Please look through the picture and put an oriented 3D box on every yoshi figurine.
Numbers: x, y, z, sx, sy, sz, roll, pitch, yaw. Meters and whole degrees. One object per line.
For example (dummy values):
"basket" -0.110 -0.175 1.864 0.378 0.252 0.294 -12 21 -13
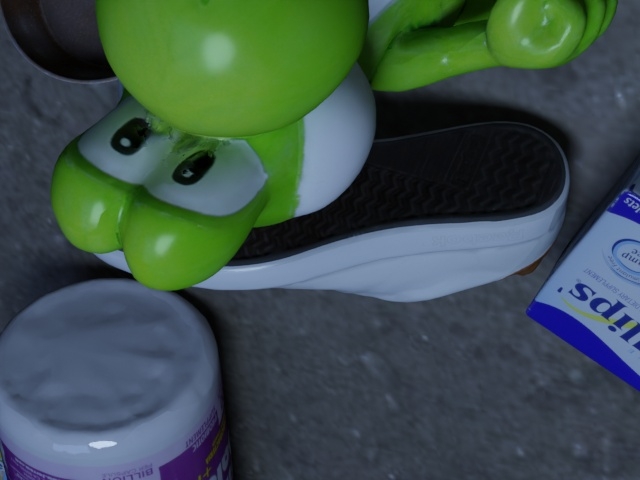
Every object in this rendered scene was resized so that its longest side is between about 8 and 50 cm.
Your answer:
"yoshi figurine" 0.011 -0.133 0.873 0.203 0.362 0.203 -3 127 39

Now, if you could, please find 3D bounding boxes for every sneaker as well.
"sneaker" 0.000 0.000 1.157 0.290 0.106 0.123 0 151 3

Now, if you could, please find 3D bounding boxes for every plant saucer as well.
"plant saucer" -0.112 -0.167 1.117 0.168 0.168 0.029 7 170 31

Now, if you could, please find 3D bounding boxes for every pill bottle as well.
"pill bottle" -0.147 0.187 1.461 0.169 0.169 0.302 18 138 21

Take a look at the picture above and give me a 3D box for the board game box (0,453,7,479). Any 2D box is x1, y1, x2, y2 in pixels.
"board game box" -0.276 0.229 1.696 0.213 0.046 0.317 19 138 21

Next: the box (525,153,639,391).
"box" 0.208 0.022 1.115 0.126 0.072 0.137 34 142 3
